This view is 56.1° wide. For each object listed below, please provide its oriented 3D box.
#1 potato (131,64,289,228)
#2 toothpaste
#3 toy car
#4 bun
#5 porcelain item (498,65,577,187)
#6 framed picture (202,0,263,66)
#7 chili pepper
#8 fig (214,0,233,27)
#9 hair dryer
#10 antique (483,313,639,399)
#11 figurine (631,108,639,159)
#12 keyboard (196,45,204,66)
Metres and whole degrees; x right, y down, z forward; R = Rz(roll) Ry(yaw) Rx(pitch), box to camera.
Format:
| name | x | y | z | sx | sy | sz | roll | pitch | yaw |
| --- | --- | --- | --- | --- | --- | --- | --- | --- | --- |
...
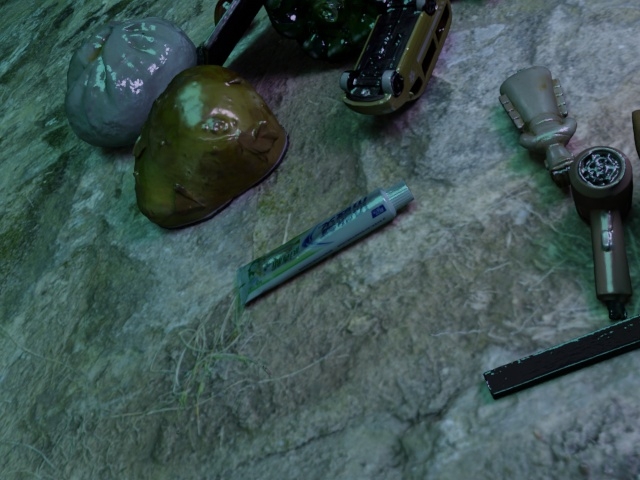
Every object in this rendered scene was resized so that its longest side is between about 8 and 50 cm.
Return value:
| name | x | y | z | sx | sy | sz | roll | pitch | yaw |
| --- | --- | --- | --- | --- | --- | --- | --- | --- | --- |
| potato | -0.232 | -0.181 | 1.065 | 0.299 | 0.196 | 0.246 | -34 | 43 | 5 |
| toothpaste | 0.000 | 0.000 | 0.880 | 0.296 | 0.048 | 0.075 | -30 | 44 | 11 |
| toy car | 0.132 | -0.304 | 0.992 | 0.101 | 0.124 | 0.257 | 11 | 71 | 37 |
| bun | -0.440 | -0.368 | 1.332 | 0.354 | 0.194 | 0.355 | -20 | 47 | 23 |
| porcelain item | 0.303 | -0.149 | 0.805 | 0.084 | 0.054 | 0.213 | -21 | 46 | 19 |
| framed picture | -0.156 | -0.440 | 1.181 | 0.255 | 0.014 | 0.338 | -57 | 11 | -2 |
| chili pepper | 0.028 | -0.488 | 1.128 | 0.233 | 0.248 | 0.257 | -18 | 37 | 35 |
| fig | -0.216 | -0.503 | 1.405 | 0.089 | 0.089 | 0.125 | 43 | 109 | 45 |
| hair dryer | 0.316 | -0.004 | 0.659 | 0.064 | 0.117 | 0.182 | -8 | 71 | 25 |
| antique | 0.268 | 0.121 | 0.636 | 0.192 | 0.015 | 0.031 | -24 | 45 | 12 |
| figurine | 0.421 | -0.074 | 0.587 | 0.173 | 0.177 | 0.247 | -21 | 32 | 41 |
| keyboard | -0.300 | -0.390 | 1.401 | 0.063 | 0.010 | 0.198 | -2 | 55 | 29 |
